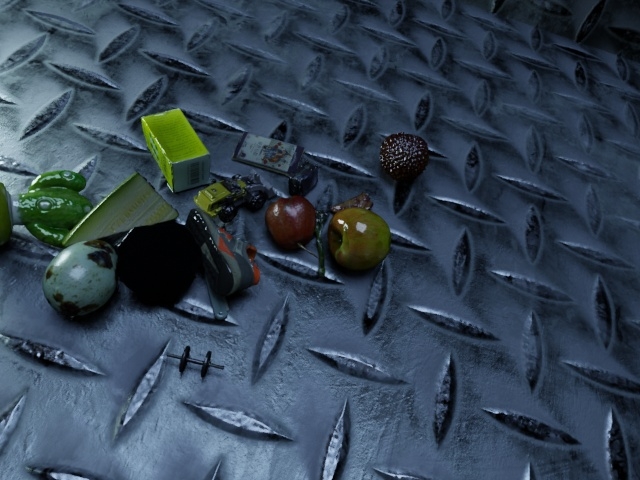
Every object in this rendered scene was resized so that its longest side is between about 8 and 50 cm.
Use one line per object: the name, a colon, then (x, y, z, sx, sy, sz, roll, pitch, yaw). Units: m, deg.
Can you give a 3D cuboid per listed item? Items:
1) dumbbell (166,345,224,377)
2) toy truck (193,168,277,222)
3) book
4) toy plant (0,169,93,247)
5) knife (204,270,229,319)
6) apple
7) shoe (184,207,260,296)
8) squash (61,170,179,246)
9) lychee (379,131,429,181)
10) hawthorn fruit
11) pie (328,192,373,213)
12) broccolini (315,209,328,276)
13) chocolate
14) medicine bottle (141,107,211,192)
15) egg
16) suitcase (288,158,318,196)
dumbbell: (-0.315, 0.305, 1.324, 0.147, 0.069, 0.069, 14, 50, -2)
toy truck: (-0.263, -0.155, 1.673, 0.136, 0.111, 0.285, 42, 48, 20)
book: (-0.183, -0.312, 1.875, 0.231, 0.026, 0.158, 17, 50, -1)
toy plant: (-0.795, -0.080, 1.447, 0.315, 0.184, 0.224, -8, 81, -29)
knife: (-0.292, 0.151, 1.481, 0.044, 0.023, 0.162, -8, 55, -22)
apple: (0.121, -0.006, 1.610, 0.195, 0.196, 0.196, 7, 51, -9)
shoe: (-0.270, 0.021, 1.529, 0.171, 0.132, 0.336, 0, 38, -41)
squash: (-0.581, -0.045, 1.515, 0.111, 0.203, 0.289, 13, 60, 44)
lychee: (0.304, -0.298, 1.902, 0.188, 0.188, 0.188, 7, 51, -9)
hawthorn fruit: (-0.083, -0.033, 1.619, 0.162, 0.162, 0.204, -6, 73, -19)
pie: (0.118, -0.116, 1.794, 0.170, 0.034, 0.092, -30, 61, -33)
broccolini: (-0.004, -0.004, 1.663, 0.071, 0.057, 0.254, -25, 47, 20)
chocolate: (-0.461, 0.053, 1.467, 0.224, 0.207, 0.177, -5, 9, -30)
medicine bottle: (-0.468, -0.294, 1.714, 0.141, 0.137, 0.250, -21, 59, -28)
egg: (-0.608, 0.089, 1.356, 0.169, 0.169, 0.231, 14, 39, -3)
suitcase: (-0.059, -0.208, 1.788, 0.059, 0.086, 0.126, 24, 48, 24)
